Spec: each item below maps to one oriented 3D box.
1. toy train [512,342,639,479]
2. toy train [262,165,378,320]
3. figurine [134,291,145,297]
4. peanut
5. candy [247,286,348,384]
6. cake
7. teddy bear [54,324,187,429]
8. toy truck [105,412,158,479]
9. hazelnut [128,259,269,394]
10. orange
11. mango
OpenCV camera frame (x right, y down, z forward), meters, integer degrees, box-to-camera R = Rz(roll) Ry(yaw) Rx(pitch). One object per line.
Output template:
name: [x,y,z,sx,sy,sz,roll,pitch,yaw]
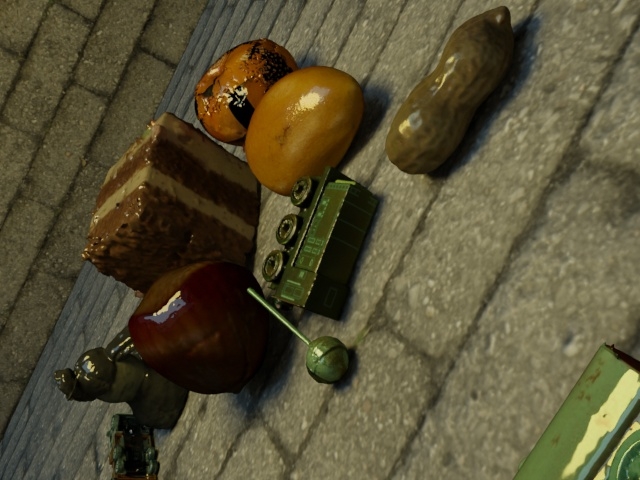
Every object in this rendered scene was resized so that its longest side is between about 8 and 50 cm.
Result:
toy train: [0.182,0.203,0.420,0.285,0.116,0.177,-62,16,10]
toy train: [0.000,0.000,0.902,0.137,0.090,0.225,11,79,54]
figurine: [-0.403,0.087,1.522,0.178,0.114,0.144,129,143,-49]
peanut: [0.159,-0.181,0.762,0.227,0.086,0.104,-56,11,17]
candy: [-0.038,0.119,0.842,0.203,0.061,0.061,36,102,36]
cake: [-0.283,-0.051,1.239,0.256,0.282,0.290,-29,41,39]
teddy bear: [-0.361,0.247,1.199,0.171,0.251,0.144,-52,29,-3]
toy truck: [-0.382,0.435,1.236,0.115,0.080,0.177,-66,28,21]
hazelnut: [-0.171,0.136,0.973,0.229,0.230,0.229,-40,38,40]
orange: [-0.142,-0.297,1.262,0.234,0.182,0.234,-34,39,34]
mango: [-0.024,-0.195,1.035,0.257,0.138,0.187,-45,46,44]
